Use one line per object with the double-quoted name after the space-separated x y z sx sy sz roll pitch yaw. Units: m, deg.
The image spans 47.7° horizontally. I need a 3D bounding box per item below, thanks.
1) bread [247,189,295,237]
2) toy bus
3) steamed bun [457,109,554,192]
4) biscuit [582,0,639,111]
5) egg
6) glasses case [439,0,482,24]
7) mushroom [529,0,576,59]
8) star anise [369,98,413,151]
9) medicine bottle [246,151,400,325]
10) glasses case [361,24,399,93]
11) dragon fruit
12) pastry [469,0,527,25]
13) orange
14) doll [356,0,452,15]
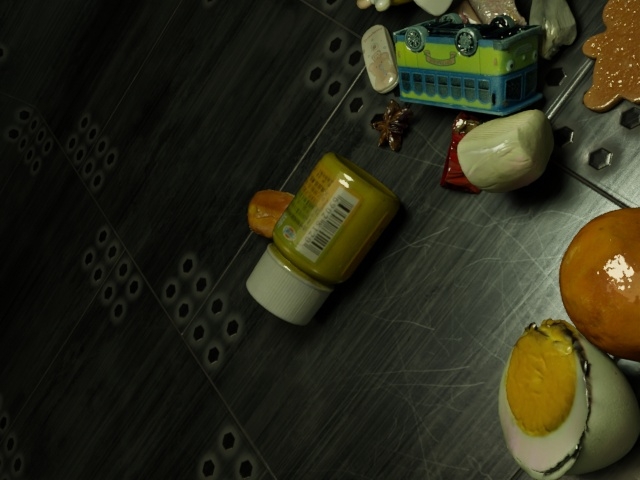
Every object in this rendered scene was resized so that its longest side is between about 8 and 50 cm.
-0.112 -0.066 1.944 0.191 0.114 0.132 9 83 48 "bread"
0.322 -0.390 1.599 0.312 0.152 0.190 20 128 46 "toy bus"
0.388 -0.170 1.482 0.170 0.239 0.152 -13 107 35 "steamed bun"
0.618 -0.387 1.471 0.166 0.036 0.250 -4 76 39 "biscuit"
0.449 0.287 1.296 0.286 0.174 0.264 -117 43 -61 "egg"
0.297 -0.491 1.762 0.193 0.070 0.102 -37 55 26 "glasses case"
0.509 -0.524 1.576 0.096 0.099 0.277 -2 71 35 "mushroom"
0.193 -0.312 1.783 0.097 0.070 0.190 52 129 42 "star anise"
0.000 0.000 1.741 0.384 0.224 0.224 -56 48 12 "medicine bottle"
0.157 -0.475 1.890 0.081 0.051 0.204 -30 57 31 "glasses case"
0.335 -0.201 1.646 0.092 0.122 0.192 10 75 3 "dragon fruit"
0.399 -0.562 1.676 0.112 0.103 0.265 -15 58 18 "pastry"
0.546 0.072 1.209 0.284 0.284 0.226 54 150 38 "orange"
0.236 -0.682 1.794 0.348 0.161 0.423 -24 36 18 "doll"
